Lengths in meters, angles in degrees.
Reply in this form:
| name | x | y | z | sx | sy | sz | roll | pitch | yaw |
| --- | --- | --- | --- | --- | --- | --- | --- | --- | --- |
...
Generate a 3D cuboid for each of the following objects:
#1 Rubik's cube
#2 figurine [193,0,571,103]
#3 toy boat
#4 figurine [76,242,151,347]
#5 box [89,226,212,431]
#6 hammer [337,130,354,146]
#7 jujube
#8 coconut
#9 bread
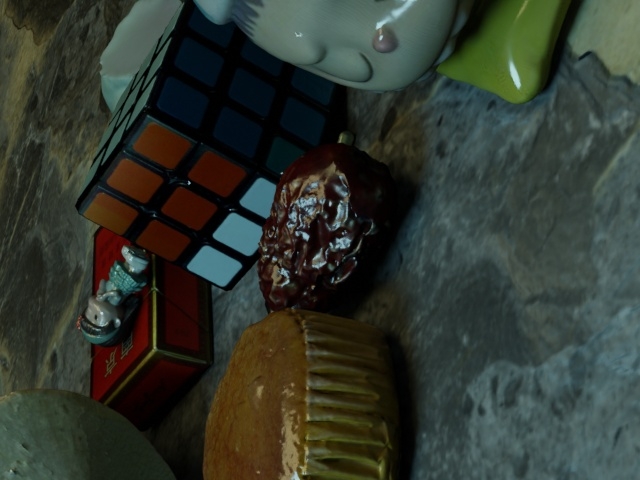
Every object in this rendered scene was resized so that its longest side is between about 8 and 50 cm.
| name | x | y | z | sx | sy | sz | roll | pitch | yaw |
| --- | --- | --- | --- | --- | --- | --- | --- | --- | --- |
| Rubik's cube | -0.096 | -0.084 | 1.250 | 0.163 | 0.161 | 0.162 | -48 | 20 | 41 |
| figurine | 0.000 | -0.302 | 0.983 | 0.266 | 0.378 | 0.361 | 9 | 85 | 63 |
| toy boat | -0.152 | -0.184 | 1.478 | 0.199 | 0.100 | 0.290 | -56 | 31 | -3 |
| figurine | -0.200 | 0.053 | 1.388 | 0.060 | 0.047 | 0.106 | 37 | 104 | 44 |
| box | -0.177 | 0.055 | 1.467 | 0.153 | 0.074 | 0.239 | -42 | 41 | 39 |
| hammer | 0.000 | 0.000 | 1.209 | 0.060 | 0.028 | 0.195 | 13 | 86 | 58 |
| jujube | -0.001 | -0.007 | 1.133 | 0.166 | 0.104 | 0.104 | -54 | 32 | 36 |
| coconut | -0.267 | 0.285 | 1.284 | 0.309 | 0.298 | 0.297 | -22 | 57 | 61 |
| bread | -0.021 | 0.150 | 1.076 | 0.199 | 0.104 | 0.199 | -41 | 42 | 51 |
